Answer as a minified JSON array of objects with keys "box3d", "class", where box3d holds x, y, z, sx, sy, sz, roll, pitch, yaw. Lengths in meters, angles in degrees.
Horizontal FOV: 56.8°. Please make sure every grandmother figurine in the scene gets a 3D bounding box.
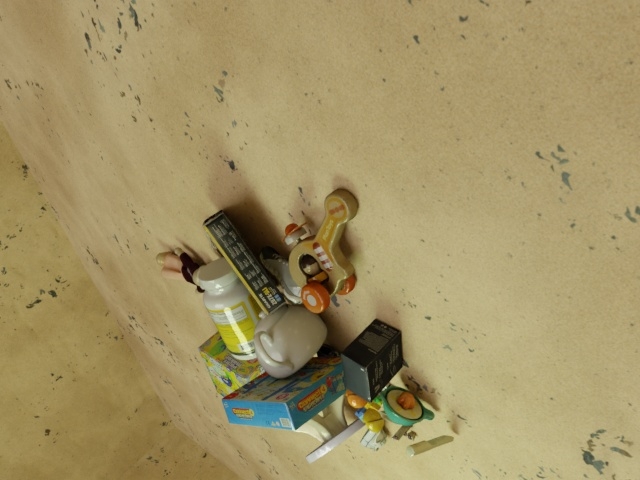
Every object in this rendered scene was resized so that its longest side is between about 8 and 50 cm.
[{"box3d":[-0.506,0.126,2.278,0.343,0.104,0.207,9,138,50],"class":"grandmother figurine"}]

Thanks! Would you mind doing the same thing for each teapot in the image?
[{"box3d":[-0.118,0.286,1.815,0.187,0.252,0.256,48,154,-11],"class":"teapot"}]

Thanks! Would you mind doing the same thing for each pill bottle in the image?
[{"box3d":[-0.285,0.229,2.026,0.188,0.188,0.333,11,131,46],"class":"pill bottle"}]

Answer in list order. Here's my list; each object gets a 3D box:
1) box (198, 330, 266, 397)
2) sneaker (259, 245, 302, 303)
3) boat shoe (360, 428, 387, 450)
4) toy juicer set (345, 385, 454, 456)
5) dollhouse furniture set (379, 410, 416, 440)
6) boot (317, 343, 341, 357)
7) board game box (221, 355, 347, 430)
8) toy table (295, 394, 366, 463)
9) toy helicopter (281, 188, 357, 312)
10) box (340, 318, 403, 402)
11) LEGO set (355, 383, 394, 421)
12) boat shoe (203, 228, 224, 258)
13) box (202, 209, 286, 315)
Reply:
[{"box3d":[-0.299,0.525,2.361,0.290,0.177,0.279,22,139,38],"class":"box"},{"box3d":[-0.085,0.064,1.734,0.228,0.086,0.132,50,123,31],"class":"sneaker"},{"box3d":[0.192,0.663,2.011,0.076,0.083,0.226,29,155,11],"class":"boat shoe"},{"box3d":[0.220,0.482,1.665,0.329,0.209,0.089,36,117,19],"class":"toy juicer set"},{"box3d":[0.228,0.604,1.885,0.114,0.081,0.090,10,131,46],"class":"dollhouse furniture set"},{"box3d":[0.055,0.397,1.893,0.190,0.069,0.086,19,142,40],"class":"boot"},{"box3d":[-0.088,0.455,1.801,0.308,0.302,0.086,-13,98,44],"class":"board game box"},{"box3d":[0.025,0.623,2.035,0.160,0.274,0.252,53,-177,14],"class":"toy table"},{"box3d":[0.000,0.000,1.526,0.235,0.140,0.355,41,135,20],"class":"toy helicopter"},{"box3d":[0.144,0.330,1.632,0.093,0.158,0.155,24,139,34],"class":"box"},{"box3d":[0.147,0.501,1.874,0.093,0.087,0.227,42,146,11],"class":"LEGO set"},{"box3d":[-0.349,0.002,1.998,0.045,0.050,0.135,1,124,57],"class":"boat shoe"},{"box3d":[-0.235,0.058,1.797,0.322,0.079,0.257,56,176,-10],"class":"box"}]
